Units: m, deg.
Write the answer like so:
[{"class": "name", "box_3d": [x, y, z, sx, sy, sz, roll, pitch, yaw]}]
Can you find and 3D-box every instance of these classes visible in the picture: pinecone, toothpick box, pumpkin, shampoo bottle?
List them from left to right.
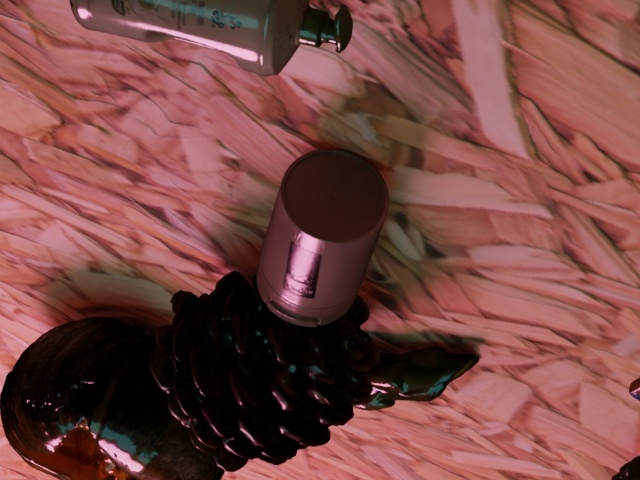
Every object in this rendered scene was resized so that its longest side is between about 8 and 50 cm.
[{"class": "pumpkin", "box_3d": [-0.267, 0.230, 1.973, 0.320, 0.192, 0.320, 14, 149, 9]}, {"class": "shampoo bottle", "box_3d": [-0.086, -0.198, 1.246, 0.234, 0.087, 0.118, 16, 147, 10]}, {"class": "pinecone", "box_3d": [-0.060, 0.138, 1.662, 0.272, 0.224, 0.224, -13, 136, 41]}, {"class": "toothpick box", "box_3d": [0.000, 0.000, 1.495, 0.111, 0.111, 0.180, 21, 149, 2]}]

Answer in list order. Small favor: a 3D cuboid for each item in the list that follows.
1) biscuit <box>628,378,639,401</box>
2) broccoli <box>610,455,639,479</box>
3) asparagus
[{"class": "biscuit", "box_3d": [0.394, 0.170, 1.604, 0.130, 0.019, 0.119, 4, 146, 30]}, {"class": "broccoli", "box_3d": [0.403, 0.308, 1.728, 0.162, 0.138, 0.146, -13, 143, -16]}, {"class": "asparagus", "box_3d": [0.054, 0.163, 1.763, 0.287, 0.080, 0.080, 1, 145, 34]}]
